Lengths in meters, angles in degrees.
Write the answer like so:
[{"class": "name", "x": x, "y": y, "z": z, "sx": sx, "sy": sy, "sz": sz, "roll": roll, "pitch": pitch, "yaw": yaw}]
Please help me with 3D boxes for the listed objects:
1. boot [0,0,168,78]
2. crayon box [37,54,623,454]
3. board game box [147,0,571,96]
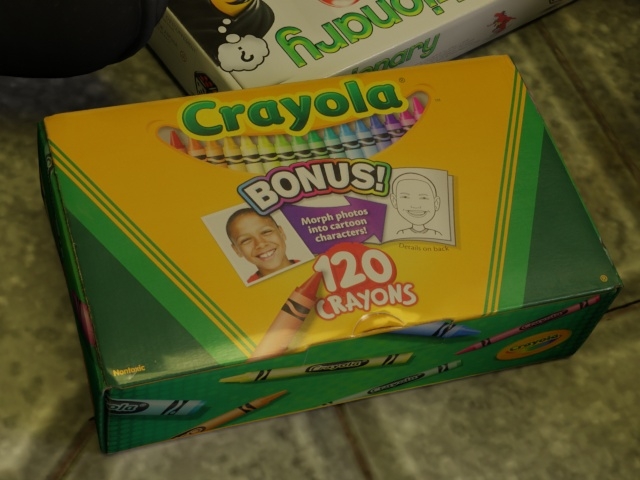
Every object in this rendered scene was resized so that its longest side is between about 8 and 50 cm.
[{"class": "boot", "x": -0.327, "y": -0.041, "z": 0.620, "sx": 0.367, "sy": 0.146, "sz": 0.445, "roll": 17, "pitch": 51, "yaw": 13}, {"class": "crayon box", "x": 0.000, "y": 0.000, "z": 0.697, "sx": 0.278, "sy": 0.081, "sz": 0.165, "roll": -10, "pitch": 59, "yaw": -17}, {"class": "board game box", "x": 0.021, "y": -0.192, "z": 0.846, "sx": 0.305, "sy": 0.053, "sz": 0.193, "roll": -28, "pitch": 66, "yaw": -26}]
